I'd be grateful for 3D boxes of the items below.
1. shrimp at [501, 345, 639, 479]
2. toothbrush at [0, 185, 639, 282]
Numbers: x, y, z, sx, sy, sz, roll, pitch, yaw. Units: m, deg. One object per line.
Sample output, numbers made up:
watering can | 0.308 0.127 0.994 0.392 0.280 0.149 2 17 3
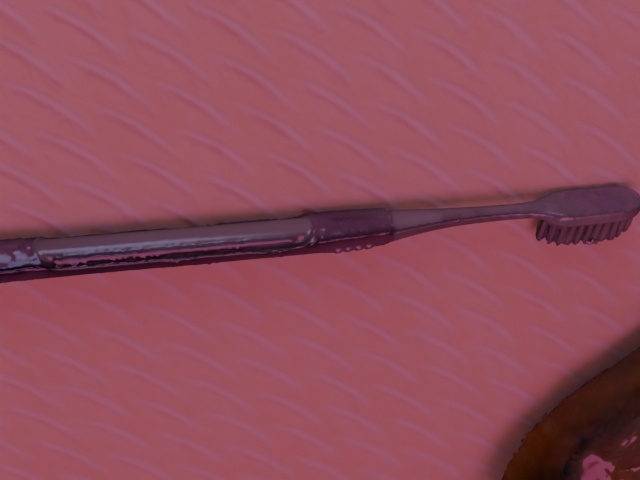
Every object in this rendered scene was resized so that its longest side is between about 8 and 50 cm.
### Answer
shrimp | 0.216 0.107 0.899 0.117 0.066 0.262 44 110 -11
toothbrush | 0.000 0.000 0.786 0.353 0.024 0.029 -5 138 -12
